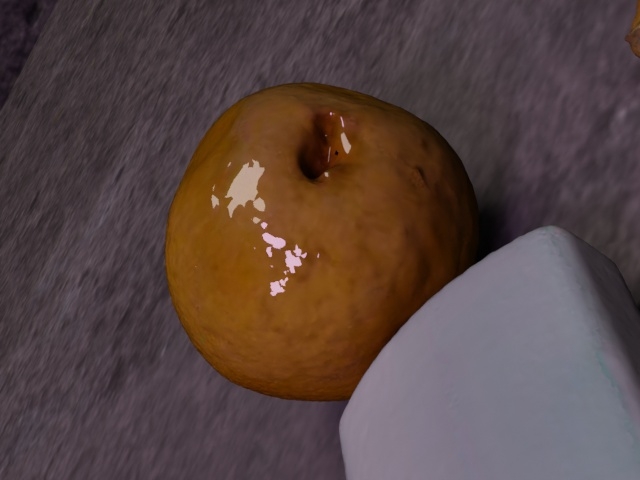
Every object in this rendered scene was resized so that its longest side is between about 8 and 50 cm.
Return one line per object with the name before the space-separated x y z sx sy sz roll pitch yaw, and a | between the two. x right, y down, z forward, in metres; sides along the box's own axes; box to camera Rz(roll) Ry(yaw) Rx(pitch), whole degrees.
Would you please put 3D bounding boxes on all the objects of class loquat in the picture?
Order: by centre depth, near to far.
loquat | 0.000 0.000 0.863 0.208 0.208 0.208 -41 30 30

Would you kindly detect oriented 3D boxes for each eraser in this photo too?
eraser | 0.099 0.142 0.636 0.189 0.104 0.290 -50 26 25

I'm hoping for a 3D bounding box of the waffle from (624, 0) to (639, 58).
waffle | 0.315 -0.271 0.711 0.348 0.077 0.304 -32 33 54
